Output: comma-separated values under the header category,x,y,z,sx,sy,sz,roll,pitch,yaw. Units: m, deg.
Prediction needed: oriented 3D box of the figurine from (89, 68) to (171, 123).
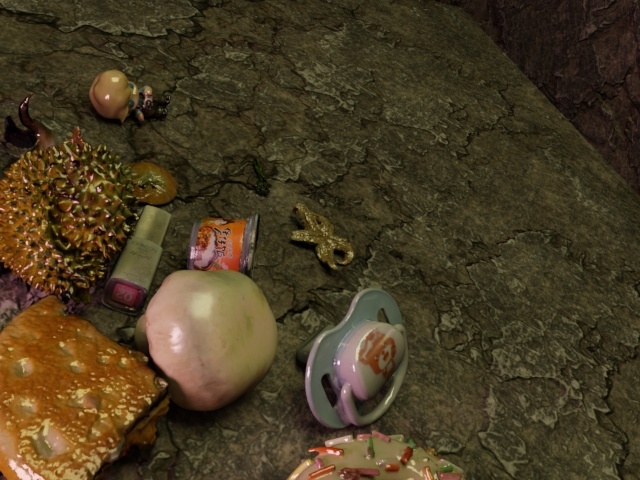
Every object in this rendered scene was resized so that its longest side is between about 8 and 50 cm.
category,x,y,z,sx,sy,sz,roll,pitch,yaw
figurine,-0.448,-0.333,2.026,0.196,0.114,0.108,12,10,-38

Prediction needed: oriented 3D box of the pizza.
category,x,y,z,sx,sy,sz,roll,pitch,yaw
pizza,-0.369,0.235,1.273,0.278,0.114,0.409,1,41,-32

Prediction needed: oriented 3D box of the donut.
category,x,y,z,sx,sy,sz,roll,pitch,yaw
donut,0.115,0.448,1.283,0.382,0.142,0.382,19,33,-13

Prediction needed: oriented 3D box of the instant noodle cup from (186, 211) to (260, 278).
category,x,y,z,sx,sy,sz,roll,pitch,yaw
instant noodle cup,-0.189,0.025,1.650,0.125,0.208,0.177,8,76,-3

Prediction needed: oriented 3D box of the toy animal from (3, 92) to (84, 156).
category,x,y,z,sx,sy,sz,roll,pitch,yaw
toy animal,-0.557,-0.207,1.703,0.160,0.197,0.272,3,35,-36

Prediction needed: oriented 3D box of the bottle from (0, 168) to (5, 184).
category,x,y,z,sx,sy,sz,roll,pitch,yaw
bottle,-0.627,-0.069,1.524,0.110,0.097,0.209,-10,37,5

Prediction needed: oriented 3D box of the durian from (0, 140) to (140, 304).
category,x,y,z,sx,sy,sz,roll,pitch,yaw
durian,-0.443,-0.040,1.482,0.258,0.258,0.293,23,62,-4

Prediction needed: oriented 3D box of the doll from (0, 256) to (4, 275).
category,x,y,z,sx,sy,sz,roll,pitch,yaw
doll,-0.569,0.030,1.498,0.037,0.027,0.125,21,32,-23

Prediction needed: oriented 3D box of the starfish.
category,x,y,z,sx,sy,sz,roll,pitch,yaw
starfish,0.003,-0.008,1.917,0.150,0.053,0.209,5,40,-22

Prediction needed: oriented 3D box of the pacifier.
category,x,y,z,sx,sy,sz,roll,pitch,yaw
pacifier,0.039,0.216,1.561,0.207,0.227,0.279,9,40,39

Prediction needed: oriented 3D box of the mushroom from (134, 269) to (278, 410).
category,x,y,z,sx,sy,sz,roll,pitch,yaw
mushroom,-0.207,0.161,1.424,0.260,0.234,0.254,57,35,-37

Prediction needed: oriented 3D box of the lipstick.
category,x,y,z,sx,sy,sz,roll,pitch,yaw
lipstick,-0.339,0.028,1.609,0.079,0.077,0.253,21,34,-11

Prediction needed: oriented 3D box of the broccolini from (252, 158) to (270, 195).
category,x,y,z,sx,sy,sz,roll,pitch,yaw
broccolini,-0.148,-0.152,2.045,0.035,0.030,0.140,-21,39,-3

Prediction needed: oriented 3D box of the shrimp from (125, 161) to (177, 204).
category,x,y,z,sx,sy,sz,roll,pitch,yaw
shrimp,-0.390,-0.115,1.803,0.115,0.051,0.217,45,35,23
